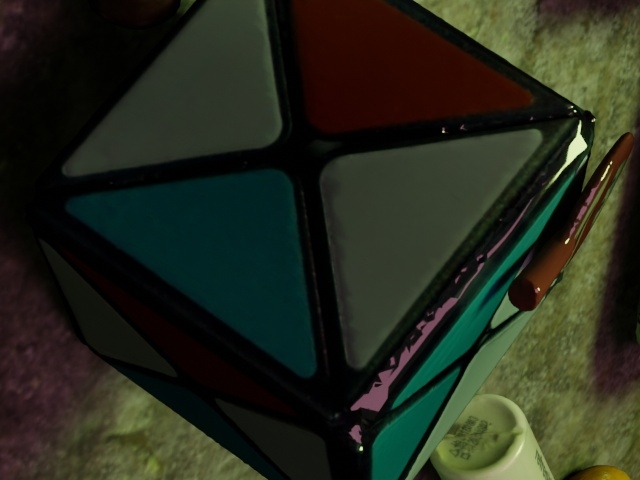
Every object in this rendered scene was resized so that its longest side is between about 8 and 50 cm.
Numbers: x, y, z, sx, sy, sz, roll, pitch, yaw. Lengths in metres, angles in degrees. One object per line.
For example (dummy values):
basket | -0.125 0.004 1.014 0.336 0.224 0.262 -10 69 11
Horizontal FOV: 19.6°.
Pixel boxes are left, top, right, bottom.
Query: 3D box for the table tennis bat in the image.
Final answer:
table tennis bat | 0.148 -0.008 1.092 0.154 0.019 0.098 -48 164 -47

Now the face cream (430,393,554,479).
face cream | 0.182 0.259 1.679 0.092 0.092 0.311 -49 140 -20

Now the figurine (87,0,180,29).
figurine | -0.110 -0.283 0.994 0.281 0.167 0.370 -36 143 -26

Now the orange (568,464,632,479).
orange | 0.270 0.258 1.797 0.083 0.070 0.083 -20 121 -38

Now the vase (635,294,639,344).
vase | 0.373 -0.039 1.698 0.165 0.165 0.360 -25 124 -39

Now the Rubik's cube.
Rubik's cube | 0.000 0.000 1.148 0.246 0.250 0.248 -51 162 -16

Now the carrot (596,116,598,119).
carrot | 0.143 -0.054 1.489 0.298 0.078 0.078 -23 126 -46
